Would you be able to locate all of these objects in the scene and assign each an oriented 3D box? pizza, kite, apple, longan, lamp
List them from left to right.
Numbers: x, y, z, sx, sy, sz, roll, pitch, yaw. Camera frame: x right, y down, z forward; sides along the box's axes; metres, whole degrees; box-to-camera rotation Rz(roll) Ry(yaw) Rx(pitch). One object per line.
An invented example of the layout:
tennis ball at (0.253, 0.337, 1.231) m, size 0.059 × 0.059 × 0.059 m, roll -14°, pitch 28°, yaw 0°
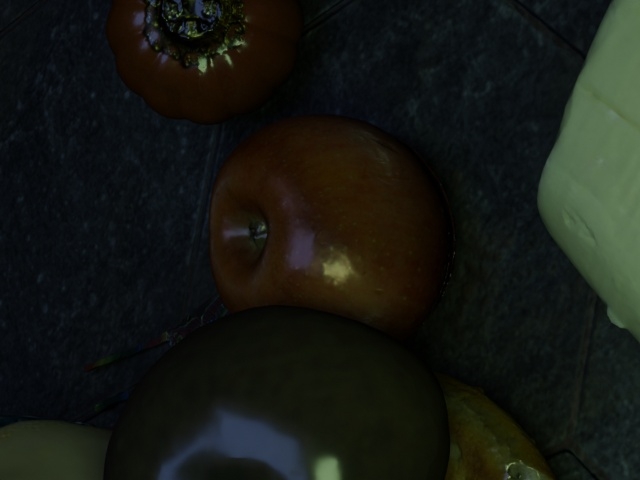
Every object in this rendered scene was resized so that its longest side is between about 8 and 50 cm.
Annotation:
kite at (-0.171, 0.150, 2.145) m, size 0.285 × 0.015 × 0.152 m, roll -22°, pitch 62°, yaw 36°
lamp at (-0.129, -0.240, 2.072) m, size 0.223 × 0.196 × 0.223 m, roll -1°, pitch 84°, yaw 6°
longan at (-0.044, 0.200, 1.717) m, size 0.350 × 0.288 × 0.288 m, roll -16°, pitch 69°, yaw 37°
apple at (0.000, 0.000, 1.884) m, size 0.251 × 0.206 × 0.272 m, roll -32°, pitch 60°, yaw 38°
pizza at (0.097, 0.239, 1.813) m, size 0.335 × 0.086 × 0.226 m, roll 14°, pitch 98°, yaw 44°

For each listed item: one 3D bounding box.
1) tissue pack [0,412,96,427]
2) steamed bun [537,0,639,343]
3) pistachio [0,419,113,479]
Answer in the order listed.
tissue pack at (-0.401, 0.395, 2.100) m, size 0.264 × 0.253 × 0.417 m, roll 162°, pitch 113°, yaw -66°
steamed bun at (0.414, -0.074, 1.439) m, size 0.371 × 0.290 × 0.456 m, roll 49°, pitch 130°, yaw 29°
pistachio at (-0.263, 0.356, 1.887) m, size 0.281 × 0.445 × 0.365 m, roll -25°, pitch 86°, yaw 49°
